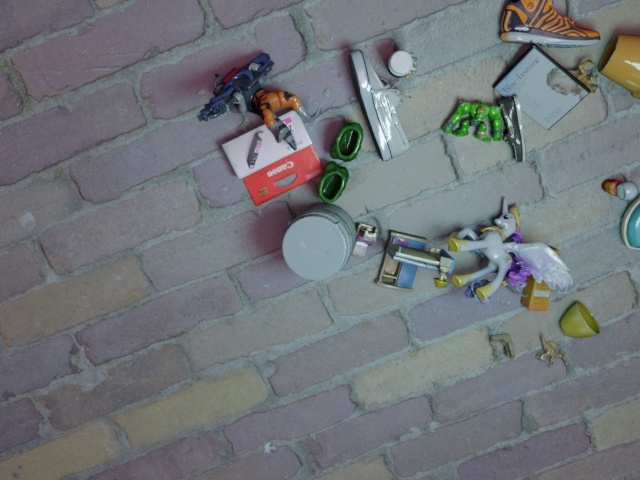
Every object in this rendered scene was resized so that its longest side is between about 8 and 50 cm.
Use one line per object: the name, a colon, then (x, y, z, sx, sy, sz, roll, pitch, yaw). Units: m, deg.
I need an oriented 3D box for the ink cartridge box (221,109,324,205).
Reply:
ink cartridge box: (-0.151, -0.270, 1.757, 0.275, 0.060, 0.239, -25, 104, 2)

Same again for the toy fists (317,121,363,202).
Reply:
toy fists: (0.064, -0.255, 1.736, 0.096, 0.142, 0.279, 21, 102, 7)

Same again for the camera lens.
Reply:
camera lens: (0.000, 0.000, 1.713, 0.219, 0.274, 0.220, 2, 101, 8)

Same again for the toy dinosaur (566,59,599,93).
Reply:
toy dinosaur: (0.847, -0.544, 1.747, 0.211, 0.064, 0.112, 18, 126, -12)

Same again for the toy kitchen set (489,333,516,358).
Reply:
toy kitchen set: (0.681, 0.407, 1.994, 0.075, 0.083, 0.068, -3, 146, -3)

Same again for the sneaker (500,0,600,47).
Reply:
sneaker: (0.742, -0.711, 1.675, 0.321, 0.124, 0.180, 4, 105, -5)

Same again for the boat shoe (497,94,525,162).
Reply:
boat shoe: (0.646, -0.369, 1.784, 0.068, 0.081, 0.228, -10, 109, 16)

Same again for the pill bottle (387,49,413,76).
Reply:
pill bottle: (0.251, -0.556, 1.666, 0.078, 0.137, 0.078, 1, 104, 6)

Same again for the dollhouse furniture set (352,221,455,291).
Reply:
dollhouse furniture set: (0.250, 0.093, 1.754, 0.286, 0.303, 0.198, 12, 102, -7)

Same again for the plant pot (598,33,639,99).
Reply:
plant pot: (1.020, -0.574, 1.707, 0.187, 0.205, 0.205, 20, 103, 7)

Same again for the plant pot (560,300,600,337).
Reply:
plant pot: (0.953, 0.307, 1.965, 0.134, 0.134, 0.095, 42, 124, -13)

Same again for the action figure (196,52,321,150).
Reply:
action figure: (-0.216, -0.401, 1.624, 0.330, 0.179, 0.341, 36, 61, 16)

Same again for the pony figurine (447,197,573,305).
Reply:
pony figurine: (0.612, 0.063, 1.781, 0.363, 0.303, 0.351, -27, 87, -27)

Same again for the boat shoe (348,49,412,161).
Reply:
boat shoe: (0.213, -0.447, 1.699, 0.156, 0.136, 0.367, -22, 108, 2)

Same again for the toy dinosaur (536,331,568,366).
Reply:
toy dinosaur: (0.868, 0.421, 2.026, 0.183, 0.053, 0.093, 42, 82, -20)

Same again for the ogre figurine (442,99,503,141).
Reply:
ogre figurine: (0.515, -0.400, 1.758, 0.197, 0.097, 0.118, 18, 119, 20)

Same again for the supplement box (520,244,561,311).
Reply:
supplement box: (0.800, 0.135, 1.924, 0.080, 0.078, 0.234, 4, 105, -5)

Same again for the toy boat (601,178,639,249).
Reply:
toy boat: (1.132, -0.110, 1.849, 0.318, 0.148, 0.267, 32, 100, -12)

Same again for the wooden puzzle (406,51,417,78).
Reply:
wooden puzzle: (0.292, -0.575, 1.737, 0.049, 0.006, 0.083, 1, 104, -5)

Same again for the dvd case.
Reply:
dvd case: (0.725, -0.499, 1.739, 0.253, 0.022, 0.180, 33, 130, -11)
